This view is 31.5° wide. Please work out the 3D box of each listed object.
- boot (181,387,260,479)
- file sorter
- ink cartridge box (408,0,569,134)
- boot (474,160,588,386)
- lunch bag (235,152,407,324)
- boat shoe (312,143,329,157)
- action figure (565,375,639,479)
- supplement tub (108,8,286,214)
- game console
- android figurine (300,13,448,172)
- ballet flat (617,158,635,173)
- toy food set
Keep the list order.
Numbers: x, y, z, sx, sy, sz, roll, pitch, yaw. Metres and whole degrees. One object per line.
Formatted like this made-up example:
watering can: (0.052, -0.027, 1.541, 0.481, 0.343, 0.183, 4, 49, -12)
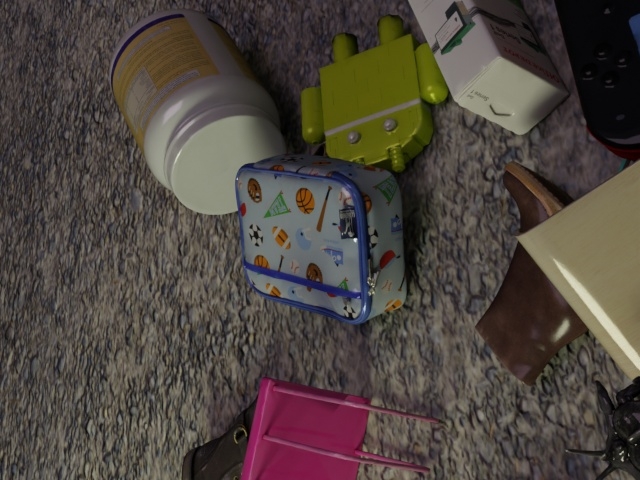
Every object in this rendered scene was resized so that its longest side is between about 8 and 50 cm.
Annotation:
boot: (-0.121, 0.376, 1.768, 0.229, 0.091, 0.263, -40, 48, 33)
file sorter: (0.023, 0.353, 1.532, 0.182, 0.202, 0.290, 4, 79, 47)
ink cartridge box: (0.227, -0.270, 1.561, 0.092, 0.160, 0.219, -42, 50, 30)
boot: (0.260, 0.037, 1.465, 0.207, 0.090, 0.248, -51, 48, 19)
lunch bag: (0.000, 0.000, 1.701, 0.303, 0.115, 0.243, 15, 113, 47)
boat shoe: (-0.023, -0.084, 1.842, 0.183, 0.066, 0.066, -59, 42, 15)
action figure: (0.408, 0.191, 1.215, 0.276, 0.141, 0.164, -32, 55, 17)
supplement tub: (-0.213, -0.225, 1.971, 0.241, 0.241, 0.331, -52, 44, 22)
game console: (0.467, -0.287, 1.298, 0.386, 0.060, 0.342, -19, 62, 22)
android figurine: (0.082, -0.214, 1.751, 0.248, 0.056, 0.273, -15, 62, 26)
ballet flat: (0.427, -0.131, 1.344, 0.096, 0.095, 0.280, 21, 93, 42)
toy food set: (0.398, 0.001, 1.271, 0.306, 0.092, 0.220, -37, 94, 32)
